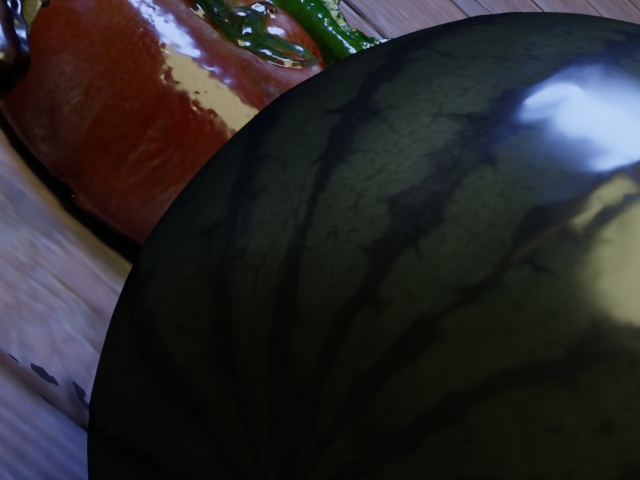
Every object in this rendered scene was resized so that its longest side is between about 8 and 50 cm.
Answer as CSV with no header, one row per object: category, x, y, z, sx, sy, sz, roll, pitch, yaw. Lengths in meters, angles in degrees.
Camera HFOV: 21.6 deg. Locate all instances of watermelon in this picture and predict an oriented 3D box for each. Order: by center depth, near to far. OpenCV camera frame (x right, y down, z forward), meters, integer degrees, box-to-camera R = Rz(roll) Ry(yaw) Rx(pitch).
watermelon,0.080,0.062,0.585,0.279,0.279,0.359,52,20,13

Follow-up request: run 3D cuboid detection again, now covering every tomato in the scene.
tomato,-0.064,-0.081,0.814,0.225,0.085,0.225,32,26,-18

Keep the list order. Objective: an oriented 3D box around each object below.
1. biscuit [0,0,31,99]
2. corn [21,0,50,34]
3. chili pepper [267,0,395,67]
biscuit,-0.174,-0.167,0.498,0.073,0.107,0.388,20,42,-45
corn,-0.224,-0.129,0.588,0.290,0.098,0.098,21,34,-46
chili pepper,0.025,-0.101,1.025,0.253,0.083,0.099,44,20,6
